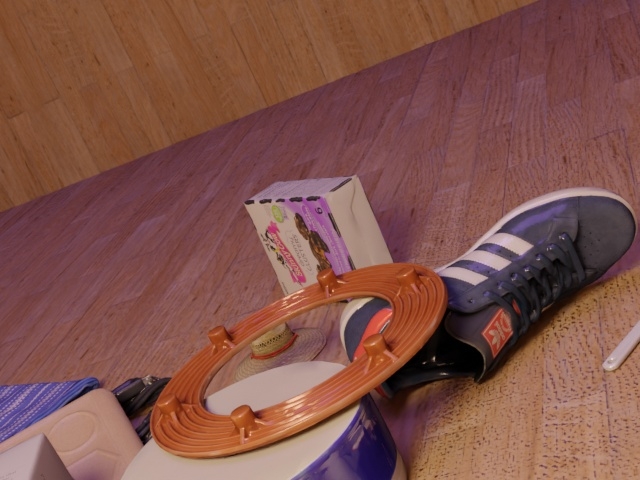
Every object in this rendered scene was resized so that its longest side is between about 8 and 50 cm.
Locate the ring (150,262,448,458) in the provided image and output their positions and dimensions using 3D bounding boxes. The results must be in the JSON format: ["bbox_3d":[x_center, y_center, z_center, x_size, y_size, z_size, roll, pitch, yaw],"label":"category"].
[{"bbox_3d":[-0.029,0.107,1.151,0.336,0.032,0.336,-25,18,8],"label":"ring"}]

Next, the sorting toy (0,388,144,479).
[{"bbox_3d":[-0.311,0.278,1.326,0.208,0.038,0.193,-26,37,-16],"label":"sorting toy"}]

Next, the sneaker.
[{"bbox_3d":[0.192,0.068,1.200,0.350,0.131,0.148,-29,23,6],"label":"sneaker"}]

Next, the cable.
[{"bbox_3d":[-0.252,0.238,1.434,0.184,0.047,0.150,-32,25,-22],"label":"cable"}]

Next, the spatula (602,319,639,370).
[{"bbox_3d":[0.393,0.056,1.113,0.168,0.019,0.242,-4,26,47],"label":"spatula"}]

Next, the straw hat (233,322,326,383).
[{"bbox_3d":[-0.066,0.126,1.463,0.144,0.061,0.144,-22,17,7],"label":"straw hat"}]

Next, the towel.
[{"bbox_3d":[-0.504,0.276,1.663,0.336,0.040,0.243,-9,23,42],"label":"towel"}]

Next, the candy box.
[{"bbox_3d":[0.000,0.000,1.566,0.070,0.165,0.196,-34,19,-32],"label":"candy box"}]

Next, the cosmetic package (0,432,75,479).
[{"bbox_3d":[-0.311,0.315,1.094,0.151,0.151,0.184,-25,16,2],"label":"cosmetic package"}]

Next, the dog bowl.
[{"bbox_3d":[-0.057,0.229,1.075,0.265,0.104,0.265,-22,18,7],"label":"dog bowl"}]
